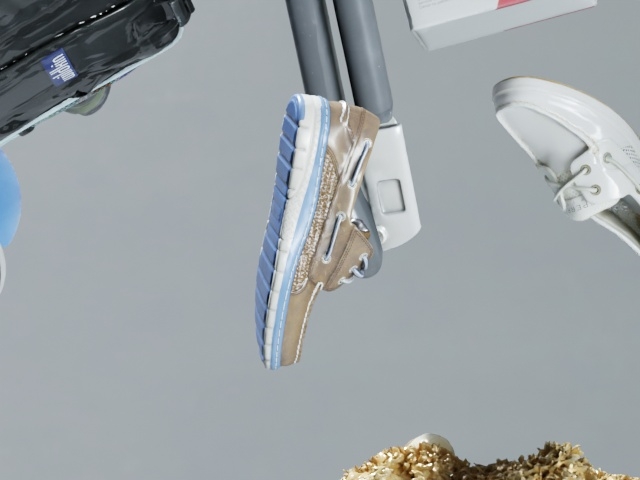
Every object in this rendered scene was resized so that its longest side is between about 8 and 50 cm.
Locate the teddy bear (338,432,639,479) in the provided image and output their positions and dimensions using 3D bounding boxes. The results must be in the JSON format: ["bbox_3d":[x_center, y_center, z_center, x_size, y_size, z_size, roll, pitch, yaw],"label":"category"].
[{"bbox_3d":[0.176,0.210,1.371,0.338,0.113,0.245,-1,-17,31],"label":"teddy bear"}]

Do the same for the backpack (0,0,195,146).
[{"bbox_3d":[-0.241,-0.159,1.128,0.253,0.225,0.191,-36,58,-6],"label":"backpack"}]

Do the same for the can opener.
[{"bbox_3d":[0.022,-0.107,1.457,0.076,0.283,0.095,-8,25,9],"label":"can opener"}]

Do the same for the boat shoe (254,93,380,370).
[{"bbox_3d":[0.000,0.000,1.160,0.066,0.183,0.066,7,19,-12],"label":"boat shoe"}]

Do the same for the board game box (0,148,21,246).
[{"bbox_3d":[-0.325,-0.045,1.454,0.168,0.133,0.033,-14,31,7],"label":"board game box"}]

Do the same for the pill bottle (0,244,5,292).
[{"bbox_3d":[-0.331,0.054,1.358,0.119,0.119,0.208,0,25,16],"label":"pill bottle"}]

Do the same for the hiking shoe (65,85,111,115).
[{"bbox_3d":[-0.324,-0.189,1.797,0.227,0.086,0.114,11,-10,6],"label":"hiking shoe"}]

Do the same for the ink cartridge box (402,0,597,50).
[{"bbox_3d":[0.083,-0.180,0.955,0.099,0.135,0.056,-14,-9,10],"label":"ink cartridge box"}]

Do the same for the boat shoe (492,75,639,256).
[{"bbox_3d":[0.277,-0.064,1.827,0.277,0.096,0.098,33,-26,-24],"label":"boat shoe"}]
